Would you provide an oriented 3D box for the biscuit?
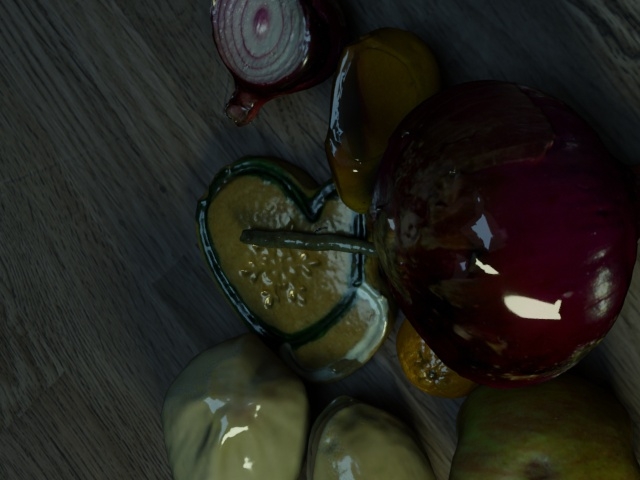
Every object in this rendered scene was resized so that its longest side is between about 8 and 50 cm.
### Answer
[{"bbox_3d":[-0.025,0.022,1.491,0.287,0.057,0.344,-41,81,29],"label":"biscuit"}]

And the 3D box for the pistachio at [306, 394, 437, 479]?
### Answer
[{"bbox_3d":[0.073,0.355,1.443,0.162,0.181,0.293,-169,64,-72],"label":"pistachio"}]

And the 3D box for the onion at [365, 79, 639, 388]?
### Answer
[{"bbox_3d":[0.253,-0.019,1.211,0.385,0.348,0.348,-13,95,-9],"label":"onion"}]

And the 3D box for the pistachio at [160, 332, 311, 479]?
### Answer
[{"bbox_3d":[-0.118,0.277,1.505,0.207,0.226,0.332,5,125,4],"label":"pistachio"}]

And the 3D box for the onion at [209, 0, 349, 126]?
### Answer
[{"bbox_3d":[-0.059,-0.248,1.406,0.195,0.140,0.218,30,113,24],"label":"onion"}]

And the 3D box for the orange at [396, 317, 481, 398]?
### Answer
[{"bbox_3d":[0.161,0.139,1.382,0.135,0.117,0.136,3,99,21],"label":"orange"}]

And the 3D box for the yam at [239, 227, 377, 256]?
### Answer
[{"bbox_3d":[0.000,0.002,1.430,0.234,0.029,0.027,5,126,22],"label":"yam"}]

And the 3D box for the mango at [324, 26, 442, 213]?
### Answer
[{"bbox_3d":[0.074,-0.148,1.345,0.136,0.166,0.236,11,102,-3],"label":"mango"}]

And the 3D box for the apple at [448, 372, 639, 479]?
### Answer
[{"bbox_3d":[0.277,0.284,1.279,0.264,0.264,0.264,6,103,27],"label":"apple"}]
